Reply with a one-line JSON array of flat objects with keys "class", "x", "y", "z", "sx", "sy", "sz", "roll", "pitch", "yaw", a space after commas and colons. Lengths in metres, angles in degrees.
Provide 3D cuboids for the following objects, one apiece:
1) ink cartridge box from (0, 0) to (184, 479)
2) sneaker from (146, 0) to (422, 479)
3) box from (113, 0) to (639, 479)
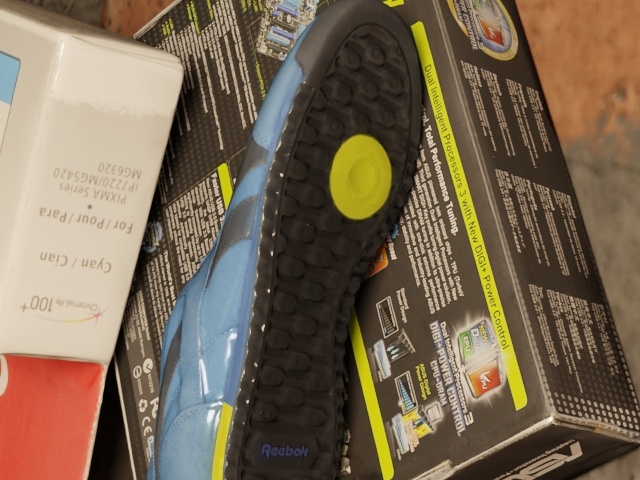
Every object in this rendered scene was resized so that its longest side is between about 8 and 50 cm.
[{"class": "ink cartridge box", "x": -0.184, "y": 0.009, "z": 0.866, "sx": 0.296, "sy": 0.066, "sz": 0.261, "roll": 25, "pitch": 104, "yaw": 55}, {"class": "sneaker", "x": -0.023, "y": 0.008, "z": 0.670, "sx": 0.082, "sy": 0.069, "sz": 0.209, "roll": 11, "pitch": 87, "yaw": 50}, {"class": "box", "x": 0.000, "y": 0.000, "z": 0.743, "sx": 0.216, "sy": 0.060, "sz": 0.270, "roll": -34, "pitch": 56, "yaw": 34}]
